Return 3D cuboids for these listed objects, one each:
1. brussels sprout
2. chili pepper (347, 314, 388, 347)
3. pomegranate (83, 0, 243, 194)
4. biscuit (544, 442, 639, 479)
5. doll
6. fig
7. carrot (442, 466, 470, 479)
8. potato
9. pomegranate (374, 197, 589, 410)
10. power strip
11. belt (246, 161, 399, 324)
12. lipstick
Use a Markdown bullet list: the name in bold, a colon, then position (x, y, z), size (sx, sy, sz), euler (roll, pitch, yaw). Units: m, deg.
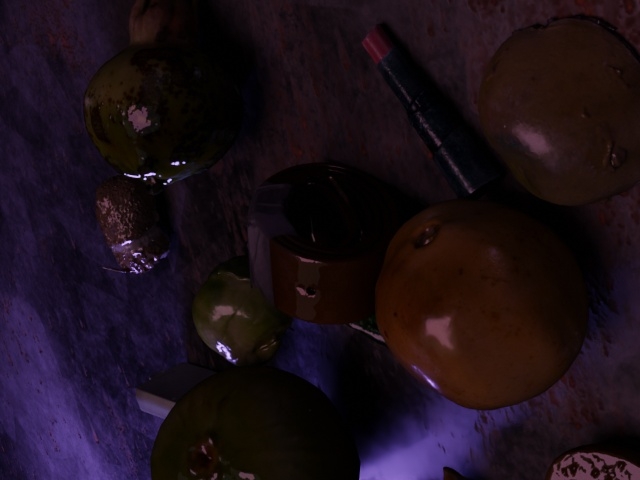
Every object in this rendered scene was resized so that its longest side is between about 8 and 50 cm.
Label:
- **brussels sprout**: position (-0.116, 0.103, 1.523), size (0.145, 0.131, 0.183), euler (24, 137, -5)
- **chili pepper**: position (0.091, 0.092, 1.308), size (0.253, 0.083, 0.099), euler (32, 136, 29)
- **pomegranate**: position (-0.222, -0.212, 1.385), size (0.222, 0.204, 0.277), euler (3, 118, 30)
- **biscuit**: position (0.419, 0.384, 1.087), size (0.432, 0.064, 0.283), euler (44, 123, 23)
- **doll**: position (-0.315, -0.050, 1.691), size (0.105, 0.115, 0.221), euler (20, 120, 55)
- **fig**: position (-0.076, 0.339, 1.497), size (0.316, 0.316, 0.316), euler (28, 131, 37)
- **carrot**: position (0.233, 0.413, 1.341), size (0.263, 0.102, 0.102), euler (60, 144, 15)
- **potato**: position (0.220, -0.116, 0.999), size (0.202, 0.117, 0.182), euler (51, 145, 14)
- **pomegranate**: position (0.167, 0.066, 1.085), size (0.233, 0.233, 0.233), euler (28, 131, 37)
- **power strip**: position (-0.205, 0.267, 1.737), size (0.270, 0.118, 0.046), euler (6, 116, 48)
- **belt**: position (0.000, 0.000, 1.241), size (0.261, 0.184, 0.105), euler (-116, 21, -57)
- **lipstick**: position (0.120, -0.151, 1.156), size (0.234, 0.053, 0.053), euler (59, 143, 13)
